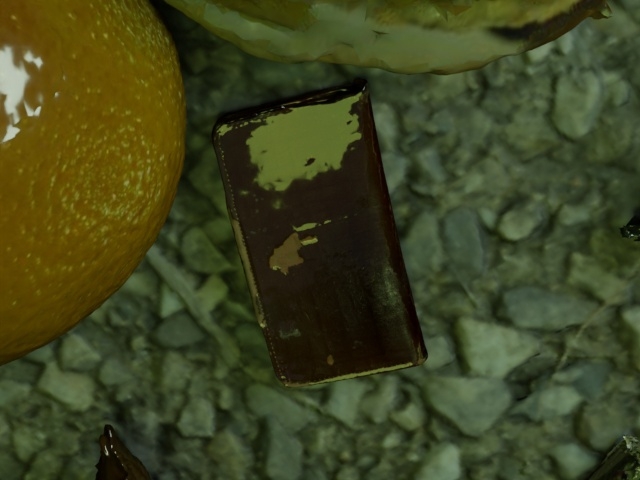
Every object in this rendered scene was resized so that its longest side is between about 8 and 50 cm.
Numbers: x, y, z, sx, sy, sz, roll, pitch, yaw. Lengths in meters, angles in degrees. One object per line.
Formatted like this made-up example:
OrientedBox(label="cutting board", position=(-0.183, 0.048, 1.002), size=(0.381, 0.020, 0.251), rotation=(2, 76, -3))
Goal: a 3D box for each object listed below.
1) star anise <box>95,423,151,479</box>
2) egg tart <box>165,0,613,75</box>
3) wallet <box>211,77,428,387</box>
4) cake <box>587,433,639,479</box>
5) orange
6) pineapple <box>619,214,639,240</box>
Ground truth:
OrientedBox(label="star anise", position=(-0.078, 0.242, 0.925), size=(0.346, 0.148, 0.237), rotation=(17, 120, 8))
OrientedBox(label="egg tart", position=(0.039, -0.229, 0.639), size=(0.345, 0.132, 0.345), rotation=(-2, 103, -10))
OrientedBox(label="wallet", position=(0.000, 0.000, 0.858), size=(0.095, 0.026, 0.176), rotation=(-13, 116, 6))
OrientedBox(label="cake", position=(0.155, 0.179, 0.921), size=(0.055, 0.051, 0.140), rotation=(13, 116, 1))
OrientedBox(label="orange", position=(-0.198, -0.064, 0.712), size=(0.274, 0.274, 0.274), rotation=(2, 118, 4))
OrientedBox(label="pineapple", position=(0.211, -0.029, 0.805), size=(0.058, 0.058, 0.124), rotation=(42, 114, -15))
